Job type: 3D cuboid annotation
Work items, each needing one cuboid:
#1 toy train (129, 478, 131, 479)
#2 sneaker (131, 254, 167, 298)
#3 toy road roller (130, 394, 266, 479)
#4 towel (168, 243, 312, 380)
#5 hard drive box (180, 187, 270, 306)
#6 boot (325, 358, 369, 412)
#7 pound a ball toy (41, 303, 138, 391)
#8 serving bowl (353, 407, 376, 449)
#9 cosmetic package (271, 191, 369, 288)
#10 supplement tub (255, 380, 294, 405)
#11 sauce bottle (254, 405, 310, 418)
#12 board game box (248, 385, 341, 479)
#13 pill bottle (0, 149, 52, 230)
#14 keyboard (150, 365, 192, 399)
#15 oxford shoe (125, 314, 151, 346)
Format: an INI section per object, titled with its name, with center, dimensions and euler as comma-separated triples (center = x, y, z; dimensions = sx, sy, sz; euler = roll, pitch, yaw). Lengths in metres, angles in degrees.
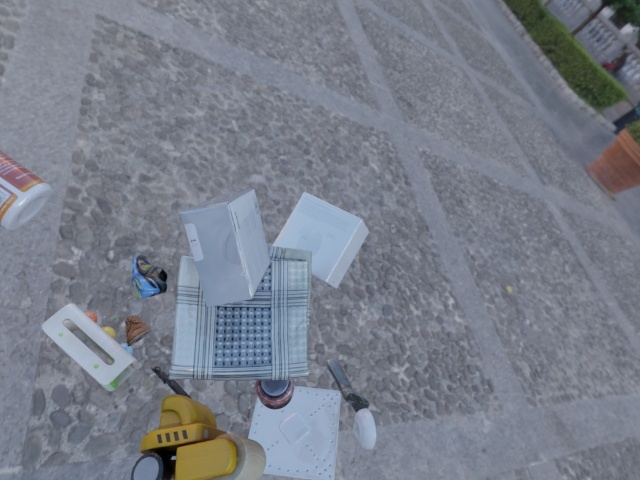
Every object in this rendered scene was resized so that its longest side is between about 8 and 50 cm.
[toy train]
center = -0.550, 0.915, 1.432
dimensions = 0.190, 0.142, 0.333
euler = 4, 65, -79
[sneaker]
center = -0.429, 0.091, 1.032
dimensions = 0.078, 0.066, 0.188
euler = 1, 19, -33
[toy road roller]
center = -0.326, 0.543, 1.119
dimensions = 0.202, 0.330, 0.240
euler = 62, 18, -54
[towel]
center = -0.172, 0.154, 0.951
dimensions = 0.313, 0.056, 0.323
euler = 5, 69, -12
[hard drive box]
center = -0.176, 0.001, 0.826
dimensions = 0.232, 0.089, 0.180
euler = -84, 163, -77
[boot]
center = 0.113, 0.634, 1.799
dimensions = 0.189, 0.076, 0.208
euler = 56, -9, -33
[pound a ball toy]
center = -0.733, 0.329, 1.318
dimensions = 0.319, 0.208, 0.135
euler = 39, 57, 6
[serving bowl]
center = 0.091, 0.410, 0.895
dimensions = 0.027, 0.083, 0.083
euler = 3, 53, -18
[cosmetic package]
center = 0.000, 0.000, 1.336
dimensions = 0.224, 0.224, 0.138
euler = 28, -5, 22
[supplement tub]
center = -0.122, 0.397, 1.116
dimensions = 0.106, 0.197, 0.105
euler = 2, 63, -5
[sauce bottle]
center = -0.173, 0.855, 2.010
dimensions = 0.112, 0.345, 0.111
euler = 12, 74, -49
[board game box]
center = -0.117, 0.856, 1.856
dimensions = 0.391, 0.050, 0.389
euler = 5, 45, 4
[pill bottle]
center = -0.671, -0.129, 0.816
dimensions = 0.216, 0.121, 0.121
euler = 40, 40, -14
[keyboard]
center = -0.588, 0.591, 1.666
dimensions = 0.033, 0.317, 0.201
euler = -50, 120, -24
[oxford shoe]
center = -0.555, 0.262, 1.224
dimensions = 0.076, 0.212, 0.076
euler = -34, 101, -23
